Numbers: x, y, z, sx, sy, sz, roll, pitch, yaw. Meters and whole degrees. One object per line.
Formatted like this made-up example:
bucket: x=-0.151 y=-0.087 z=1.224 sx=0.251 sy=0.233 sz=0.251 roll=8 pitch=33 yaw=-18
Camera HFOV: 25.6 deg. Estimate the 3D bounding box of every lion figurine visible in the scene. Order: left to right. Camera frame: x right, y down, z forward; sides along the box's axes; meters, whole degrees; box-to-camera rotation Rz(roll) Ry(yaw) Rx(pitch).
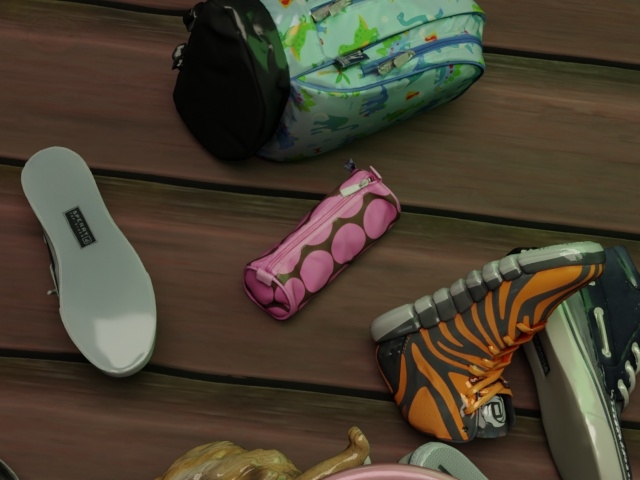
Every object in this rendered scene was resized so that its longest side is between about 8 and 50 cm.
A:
lion figurine: x=0.001 y=0.363 z=1.532 sx=0.240 sy=0.142 sz=0.392 roll=-35 pitch=78 yaw=-10

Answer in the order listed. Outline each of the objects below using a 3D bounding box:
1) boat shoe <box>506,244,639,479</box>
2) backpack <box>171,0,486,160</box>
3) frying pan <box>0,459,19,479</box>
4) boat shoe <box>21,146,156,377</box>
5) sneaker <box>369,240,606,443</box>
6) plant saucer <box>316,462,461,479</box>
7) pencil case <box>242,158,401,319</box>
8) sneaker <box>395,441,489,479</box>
boat shoe: x=0.338 y=0.153 z=1.659 sx=0.158 sy=0.127 sz=0.340 roll=-9 pitch=68 yaw=-16
backpack: x=0.030 y=-0.238 z=1.738 sx=0.355 sy=0.290 sz=0.273 roll=-38 pitch=83 yaw=-26
frying pan: x=-0.480 y=0.335 z=1.545 sx=0.326 sy=0.053 sz=0.197 roll=-12 pitch=67 yaw=-8
boat shoe: x=-0.273 y=0.036 z=1.666 sx=0.113 sy=0.105 sz=0.306 roll=-27 pitch=65 yaw=-11
sneaker: x=0.208 y=0.125 z=1.597 sx=0.125 sy=0.321 sz=0.180 roll=-2 pitch=69 yaw=-47
plant saucer: x=0.068 y=0.390 z=1.443 sx=0.332 sy=0.084 sz=0.332 roll=0 pitch=91 yaw=-3
pencil case: x=0.000 y=0.000 z=1.709 sx=0.095 sy=0.098 sz=0.209 roll=41 pitch=70 yaw=12
sneaker: x=0.185 y=0.327 z=1.593 sx=0.094 sy=0.091 sz=0.258 roll=-43 pitch=97 yaw=-25
